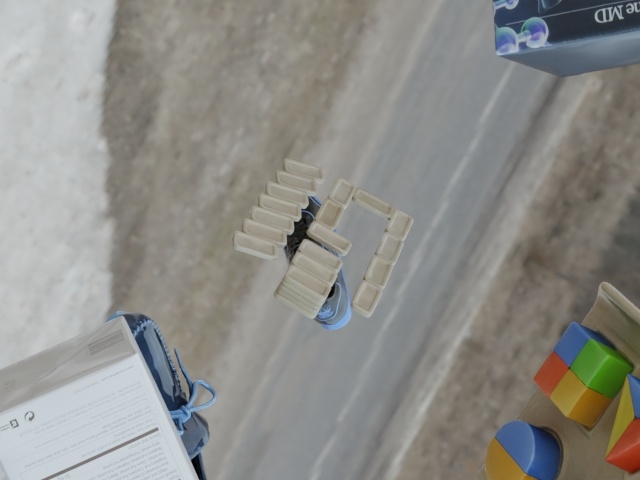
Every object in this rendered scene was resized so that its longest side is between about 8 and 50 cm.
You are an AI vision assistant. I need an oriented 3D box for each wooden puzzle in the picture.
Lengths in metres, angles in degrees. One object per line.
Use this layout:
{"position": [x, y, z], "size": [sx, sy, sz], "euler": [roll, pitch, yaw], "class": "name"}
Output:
{"position": [0.318, 0.255, 1.819], "size": [0.348, 0.080, 0.322], "euler": [-62, -151, 14], "class": "wooden puzzle"}

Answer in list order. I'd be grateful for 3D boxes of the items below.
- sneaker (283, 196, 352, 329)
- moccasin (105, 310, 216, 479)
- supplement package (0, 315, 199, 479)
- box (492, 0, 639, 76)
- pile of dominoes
{"position": [-0.014, 0.014, 2.193], "size": [0.081, 0.232, 0.090], "euler": [-23, 154, 7], "class": "sneaker"}
{"position": [-0.181, 0.229, 1.841], "size": [0.138, 0.116, 0.342], "euler": [-51, 141, -40], "class": "moccasin"}
{"position": [-0.224, 0.260, 1.619], "size": [0.175, 0.293, 0.177], "euler": [-24, -165, -8], "class": "supplement package"}
{"position": [0.385, -0.436, 1.957], "size": [0.212, 0.293, 0.396], "euler": [4, 81, -57], "class": "box"}
{"position": [0.000, 0.000, 1.928], "size": [0.040, 0.196, 0.251], "euler": [-59, -179, 36], "class": "pile of dominoes"}
